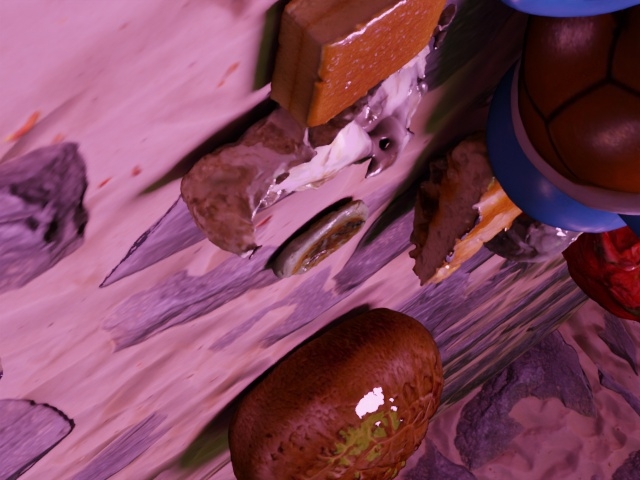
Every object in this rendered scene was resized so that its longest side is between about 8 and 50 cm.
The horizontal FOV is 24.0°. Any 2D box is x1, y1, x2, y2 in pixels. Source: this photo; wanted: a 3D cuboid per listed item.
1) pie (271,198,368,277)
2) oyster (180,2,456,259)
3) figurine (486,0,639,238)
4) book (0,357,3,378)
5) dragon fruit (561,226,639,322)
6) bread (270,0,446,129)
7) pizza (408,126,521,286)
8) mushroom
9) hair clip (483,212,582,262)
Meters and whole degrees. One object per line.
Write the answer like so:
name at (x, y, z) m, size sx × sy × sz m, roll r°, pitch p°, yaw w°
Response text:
pie at (0.000, 0.000, 1.093) m, size 0.085 × 0.017 × 0.085 m, roll -37°, pitch 167°, yaw -10°
oyster at (0.009, -0.073, 0.814) m, size 0.200 × 0.061 × 0.106 m, roll -29°, pitch 147°, yaw -51°
figurine at (0.219, -0.106, 0.901) m, size 0.243 × 0.297 × 0.416 m, roll -10°, pitch 165°, yaw 5°
book at (-0.274, 0.144, 0.768) m, size 0.231 × 0.026 × 0.157 m, roll -26°, pitch 162°, yaw -49°
dragon fruit at (0.380, -0.031, 1.617) m, size 0.244 × 0.244 × 0.299 m, roll -48°, pitch 175°, yaw 35°
bread at (0.021, -0.104, 0.728) m, size 0.090 × 0.035 × 0.094 m, roll -36°, pitch 168°, yaw -18°
pizza at (0.120, -0.037, 1.196) m, size 0.154 × 0.069 × 0.194 m, roll -25°, pitch 161°, yaw -48°
mushroom at (0.022, 0.176, 1.517) m, size 0.253 × 0.153 × 0.253 m, roll -40°, pitch 160°, yaw -18°
hair clip at (0.259, -0.109, 1.294) m, size 0.321 × 0.091 × 0.138 m, roll -40°, pitch -161°, yaw -7°
